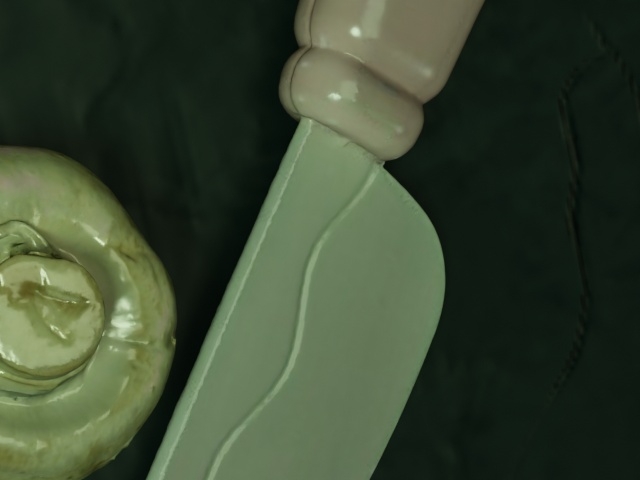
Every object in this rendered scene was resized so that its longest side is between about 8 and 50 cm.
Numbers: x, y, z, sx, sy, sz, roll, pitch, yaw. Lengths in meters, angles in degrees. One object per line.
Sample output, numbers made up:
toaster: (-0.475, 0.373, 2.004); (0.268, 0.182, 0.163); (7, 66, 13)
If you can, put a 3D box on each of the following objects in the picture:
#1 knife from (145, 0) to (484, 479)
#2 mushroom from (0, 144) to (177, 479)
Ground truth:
knife: (0.002, 0.001, 0.473); (0.081, 0.043, 0.336); (24, 85, -33)
mushroom: (-0.073, 0.019, 0.404); (0.083, 0.067, 0.083); (1, 88, -21)
